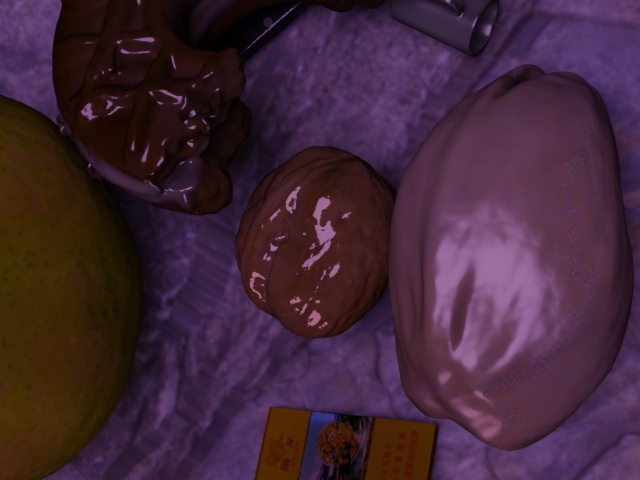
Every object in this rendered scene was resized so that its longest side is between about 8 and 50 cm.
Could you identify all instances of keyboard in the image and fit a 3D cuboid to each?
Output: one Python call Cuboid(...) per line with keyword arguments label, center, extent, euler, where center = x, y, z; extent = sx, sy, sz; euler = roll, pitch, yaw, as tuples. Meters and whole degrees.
Cuboid(label="keyboard", center=(-0.102, -0.179, 1.555), extent=(0.231, 0.023, 0.072), euler=(-40, 70, 10))

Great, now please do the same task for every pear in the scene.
Cuboid(label="pear", center=(-0.339, 0.046, 1.434), extent=(0.391, 0.391, 0.391), euler=(-1, 87, 16))

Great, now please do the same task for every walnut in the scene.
Cuboid(label="walnut", center=(0.000, 0.000, 1.456), extent=(0.166, 0.149, 0.166), euler=(-11, 76, 51))

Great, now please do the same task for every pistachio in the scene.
Cuboid(label="pistachio", center=(0.162, 0.005, 1.375), extent=(0.208, 0.226, 0.331), euler=(-10, 67, 48))

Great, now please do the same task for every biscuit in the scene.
Cuboid(label="biscuit", center=(-0.081, -0.199, 1.437), extent=(0.366, 0.115, 0.268), euler=(-42, 53, -11))

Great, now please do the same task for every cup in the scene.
Cuboid(label="cup", center=(0.104, -0.199, 1.468), extent=(0.083, 0.075, 0.054), euler=(25, 113, 19))

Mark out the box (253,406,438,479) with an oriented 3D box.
Cuboid(label="box", center=(0.021, 0.196, 1.484), extent=(0.155, 0.023, 0.086), euler=(4, 68, 16))
